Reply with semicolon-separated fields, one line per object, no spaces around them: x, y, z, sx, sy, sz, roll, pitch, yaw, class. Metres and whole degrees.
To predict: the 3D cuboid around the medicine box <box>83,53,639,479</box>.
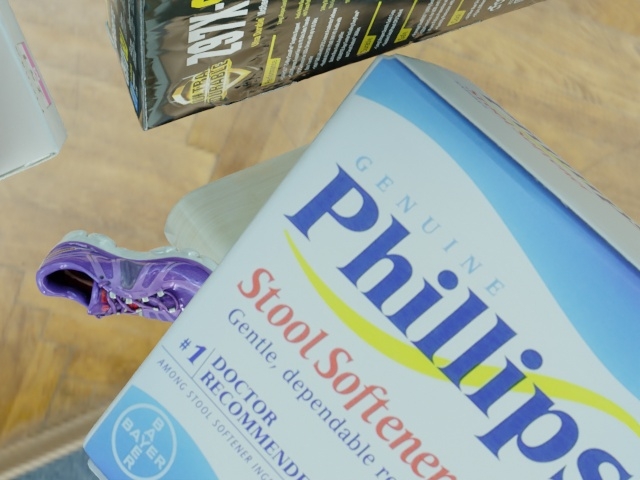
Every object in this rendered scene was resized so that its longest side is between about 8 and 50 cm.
0.065;0.095;0.750;0.263;0.149;0.289;44;108;21;medicine box

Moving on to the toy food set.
0.000;0.000;1.644;0.306;0.219;0.092;-24;145;-23;toy food set

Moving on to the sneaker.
-0.150;0.044;1.111;0.170;0.071;0.068;9;120;16;sneaker

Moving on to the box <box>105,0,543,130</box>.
0.026;-0.167;0.644;0.257;0.322;0.079;-18;80;-10;box

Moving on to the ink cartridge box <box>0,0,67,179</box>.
-0.267;-0.176;0.988;0.060;0.239;0.275;-24;102;-4;ink cartridge box
